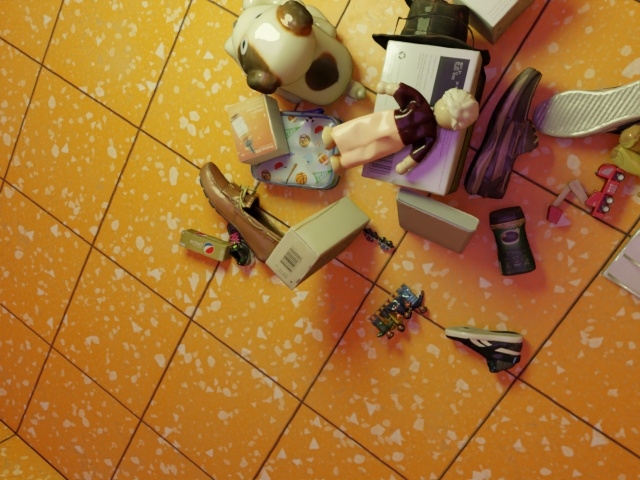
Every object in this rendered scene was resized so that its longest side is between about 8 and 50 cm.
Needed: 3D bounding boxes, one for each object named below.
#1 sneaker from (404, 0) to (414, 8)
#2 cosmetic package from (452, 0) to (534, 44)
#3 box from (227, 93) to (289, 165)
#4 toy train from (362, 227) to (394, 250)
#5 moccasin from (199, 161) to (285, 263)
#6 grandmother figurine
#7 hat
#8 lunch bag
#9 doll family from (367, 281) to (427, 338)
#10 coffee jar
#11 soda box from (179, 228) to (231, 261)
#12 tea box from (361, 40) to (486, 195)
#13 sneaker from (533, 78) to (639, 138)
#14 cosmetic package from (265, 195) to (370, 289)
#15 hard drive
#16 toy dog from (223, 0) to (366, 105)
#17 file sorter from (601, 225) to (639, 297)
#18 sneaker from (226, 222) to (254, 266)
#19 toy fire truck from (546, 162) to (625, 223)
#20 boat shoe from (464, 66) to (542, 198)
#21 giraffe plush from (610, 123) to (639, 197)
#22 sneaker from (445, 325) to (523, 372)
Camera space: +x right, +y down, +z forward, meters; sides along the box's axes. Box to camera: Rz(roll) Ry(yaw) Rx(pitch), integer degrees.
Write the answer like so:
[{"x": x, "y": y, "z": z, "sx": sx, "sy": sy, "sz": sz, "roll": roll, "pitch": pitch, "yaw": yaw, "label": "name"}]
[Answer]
[{"x": 0.265, "y": -0.726, "z": 1.332, "sx": 0.136, "sy": 0.116, "sz": 0.314, "roll": -39, "pitch": 86, "yaw": 16, "label": "sneaker"}, {"x": 0.440, "y": -0.625, "z": 1.248, "sx": 0.151, "sy": 0.183, "sz": 0.151, "roll": 46, "pitch": 110, "yaw": 8, "label": "cosmetic package"}, {"x": -0.183, "y": -0.324, "z": 1.448, "sx": 0.129, "sy": 0.091, "sz": 0.171, "roll": -15, "pitch": 86, "yaw": 20, "label": "box"}, {"x": 0.156, "y": -0.013, "z": 1.517, "sx": 0.158, "sy": 0.027, "sz": 0.036, "roll": 31, "pitch": 110, "yaw": 13, "label": "toy train"}, {"x": -0.243, "y": -0.106, "z": 1.584, "sx": 0.147, "sy": 0.139, "sz": 0.380, "roll": -41, "pitch": 84, "yaw": 19, "label": "moccasin"}, {"x": 0.178, "y": -0.257, "z": 1.099, "sx": 0.342, "sy": 0.104, "sz": 0.208, "roll": -13, "pitch": 119, "yaw": 20, "label": "grandmother figurine"}, {"x": 0.287, "y": -0.535, "z": 1.233, "sx": 0.330, "sy": 0.331, "sz": 0.134, "roll": 14, "pitch": 104, "yaw": 17, "label": "hat"}, {"x": -0.064, "y": -0.284, "z": 1.512, "sx": 0.303, "sy": 0.115, "sz": 0.244, "roll": 9, "pitch": 98, "yaw": 19, "label": "lunch bag"}, {"x": 0.241, "y": 0.220, "z": 1.498, "sx": 0.111, "sy": 0.076, "sz": 0.193, "roll": 44, "pitch": 106, "yaw": 13, "label": "doll family"}, {"x": 0.530, "y": 0.000, "z": 1.361, "sx": 0.096, "sy": 0.079, "sz": 0.185, "roll": -12, "pitch": 95, "yaw": 23, "label": "coffee jar"}, {"x": -0.392, "y": 0.015, "z": 1.694, "sx": 0.181, "sy": 0.061, "sz": 0.058, "roll": 19, "pitch": 103, "yaw": 16, "label": "soda box"}, {"x": 0.278, "y": -0.303, "z": 1.275, "sx": 0.219, "sy": 0.323, "sz": 0.329, "roll": 16, "pitch": 102, "yaw": 19, "label": "tea box"}, {"x": 0.717, "y": -0.324, "z": 1.237, "sx": 0.320, "sy": 0.127, "sz": 0.126, "roll": 0, "pitch": 92, "yaw": 44, "label": "sneaker"}, {"x": 0.000, "y": 0.000, "z": 1.408, "sx": 0.113, "sy": 0.309, "sz": 0.160, "roll": 45, "pitch": 126, "yaw": 8, "label": "cosmetic package"}, {"x": 0.304, "y": -0.045, "z": 1.315, "sx": 0.202, "sy": 0.307, "sz": 0.040, "roll": 25, "pitch": 85, "yaw": 14, "label": "hard drive"}, {"x": -0.086, "y": -0.490, "z": 1.331, "sx": 0.395, "sy": 0.408, "sz": 0.284, "roll": 46, "pitch": 110, "yaw": 8, "label": "toy dog"}, {"x": 0.878, "y": 0.042, "z": 1.197, "sx": 0.192, "sy": 0.173, "sz": 0.278, "roll": 35, "pitch": 108, "yaw": 12, "label": "file sorter"}, {"x": -0.276, "y": 0.012, "z": 1.646, "sx": 0.063, "sy": 0.074, "sz": 0.171, "roll": -20, "pitch": 91, "yaw": 21, "label": "sneaker"}, {"x": 0.699, "y": -0.121, "z": 1.302, "sx": 0.135, "sy": 0.047, "sz": 0.192, "roll": 22, "pitch": 104, "yaw": 16, "label": "toy fire truck"}, {"x": 0.510, "y": -0.275, "z": 1.317, "sx": 0.130, "sy": 0.132, "sz": 0.356, "roll": 22, "pitch": 113, "yaw": 5, "label": "boat shoe"}, {"x": 0.844, "y": -0.210, "z": 1.171, "sx": 0.170, "sy": 0.181, "sz": 0.210, "roll": -30, "pitch": 90, "yaw": -10, "label": "giraffe plush"}, {"x": 0.470, "y": 0.322, "z": 1.427, "sx": 0.216, "sy": 0.079, "sz": 0.121, "roll": 4, "pitch": 97, "yaw": 17, "label": "sneaker"}]
